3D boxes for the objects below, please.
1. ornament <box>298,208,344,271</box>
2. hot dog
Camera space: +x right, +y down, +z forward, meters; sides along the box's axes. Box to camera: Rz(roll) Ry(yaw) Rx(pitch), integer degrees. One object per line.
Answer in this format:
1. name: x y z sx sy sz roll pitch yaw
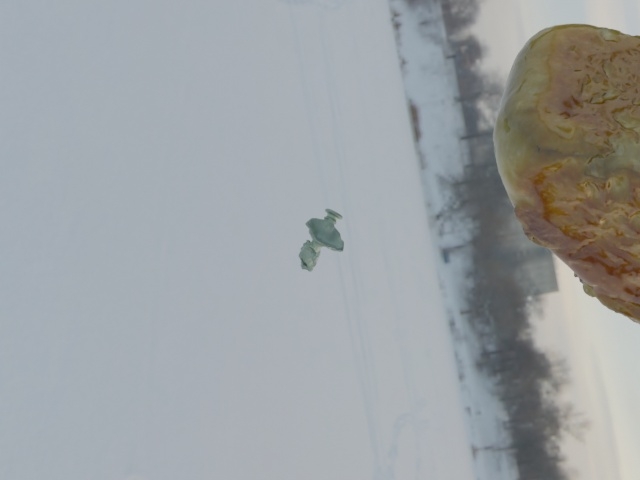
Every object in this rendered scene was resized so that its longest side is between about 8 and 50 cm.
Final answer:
1. ornament: 0.001 -0.003 1.501 0.068 0.092 0.041 59 -17 -11
2. hot dog: 0.232 -0.027 0.610 0.153 0.256 0.150 80 31 -54
